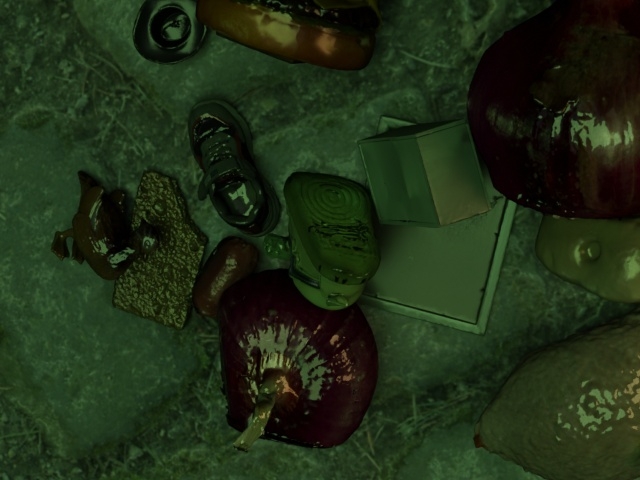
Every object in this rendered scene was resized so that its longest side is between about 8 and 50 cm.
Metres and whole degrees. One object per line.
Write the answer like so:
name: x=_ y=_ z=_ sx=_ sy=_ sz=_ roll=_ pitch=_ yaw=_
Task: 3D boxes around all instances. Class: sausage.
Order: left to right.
sausage: x=-0.149 y=0.058 z=2.029 sx=0.076 sy=0.076 sz=0.141 roll=33 pitch=101 yaw=5

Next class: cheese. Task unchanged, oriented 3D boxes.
cheese: x=0.420 y=0.003 z=1.821 sx=0.235 sy=0.218 sz=0.117 roll=-3 pitch=113 yaw=-8

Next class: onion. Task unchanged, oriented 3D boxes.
onion: x=-0.036 y=0.163 z=1.948 sx=0.256 sy=0.272 sz=0.231 roll=8 pitch=101 yaw=-26
onion: x=0.363 y=-0.223 z=1.708 sx=0.347 sy=0.348 sz=0.385 roll=7 pitch=116 yaw=12

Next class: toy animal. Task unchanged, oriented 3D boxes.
toy animal: x=-0.332 y=-0.031 z=2.041 sx=0.179 sy=0.089 sz=0.188 roll=-17 pitch=77 yaw=28
toy animal: x=0.394 y=0.245 z=1.883 sx=0.358 sy=0.188 sz=0.227 roll=-25 pitch=89 yaw=17

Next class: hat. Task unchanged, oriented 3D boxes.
hat: x=-0.226 y=-0.322 z=1.986 sx=0.121 sy=0.050 sz=0.121 roll=1 pitch=97 yaw=7

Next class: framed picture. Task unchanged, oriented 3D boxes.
framed picture: x=0.170 y=-0.022 z=1.971 sx=0.232 sy=0.019 sz=0.296 roll=15 pitch=104 yaw=10

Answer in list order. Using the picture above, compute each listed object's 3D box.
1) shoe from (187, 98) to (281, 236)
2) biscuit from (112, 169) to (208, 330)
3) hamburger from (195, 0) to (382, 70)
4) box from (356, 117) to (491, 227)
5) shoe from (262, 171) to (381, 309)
shoe: x=-0.145 y=-0.101 z=1.973 sx=0.099 sy=0.125 sz=0.228 roll=-26 pitch=96 yaw=19
biscuit: x=-0.246 y=0.015 z=2.069 sx=0.131 sy=0.026 sz=0.237 roll=17 pitch=103 yaw=7
hamburger: x=-0.031 y=-0.374 z=1.820 sx=0.291 sy=0.291 sz=0.225 roll=22 pitch=109 yaw=8
box: x=0.142 y=-0.094 z=1.832 sx=0.086 sy=0.225 sz=0.130 roll=-18 pitch=98 yaw=-16
shoe: x=0.002 y=-0.006 z=1.893 sx=0.140 sy=0.262 sz=0.128 roll=19 pitch=117 yaw=-26
